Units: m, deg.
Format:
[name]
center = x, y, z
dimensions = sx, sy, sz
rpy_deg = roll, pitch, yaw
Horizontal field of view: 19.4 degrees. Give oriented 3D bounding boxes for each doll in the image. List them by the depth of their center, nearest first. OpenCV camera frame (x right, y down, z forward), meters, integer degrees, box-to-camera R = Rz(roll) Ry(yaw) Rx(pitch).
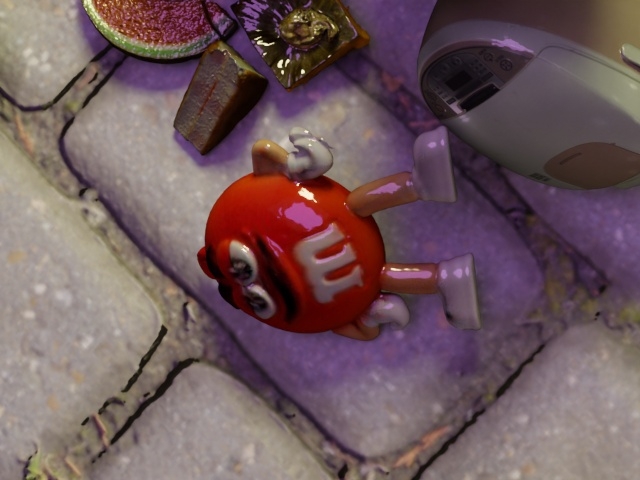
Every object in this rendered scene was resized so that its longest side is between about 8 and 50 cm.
[doll]
center = 0.000, 0.000, 1.336
dimensions = 0.217, 0.085, 0.183
rpy_deg = -3, 118, 22

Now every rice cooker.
[rice cooker]
center = 0.165, -0.115, 1.278
dimensions = 0.206, 0.145, 0.127
rpy_deg = 19, 65, -24

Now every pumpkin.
[pumpkin]
center = -0.016, -0.160, 1.391
dimensions = 0.074, 0.054, 0.083
rpy_deg = -36, 83, 13

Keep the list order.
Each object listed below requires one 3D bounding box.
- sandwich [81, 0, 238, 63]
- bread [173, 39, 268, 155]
[sandwich]
center = -0.133, -0.172, 1.433
dimensions = 0.135, 0.029, 0.067
rpy_deg = 29, 87, 16
[bread]
center = -0.068, -0.116, 1.401
dimensions = 0.043, 0.109, 0.062
rpy_deg = 43, 52, 9
